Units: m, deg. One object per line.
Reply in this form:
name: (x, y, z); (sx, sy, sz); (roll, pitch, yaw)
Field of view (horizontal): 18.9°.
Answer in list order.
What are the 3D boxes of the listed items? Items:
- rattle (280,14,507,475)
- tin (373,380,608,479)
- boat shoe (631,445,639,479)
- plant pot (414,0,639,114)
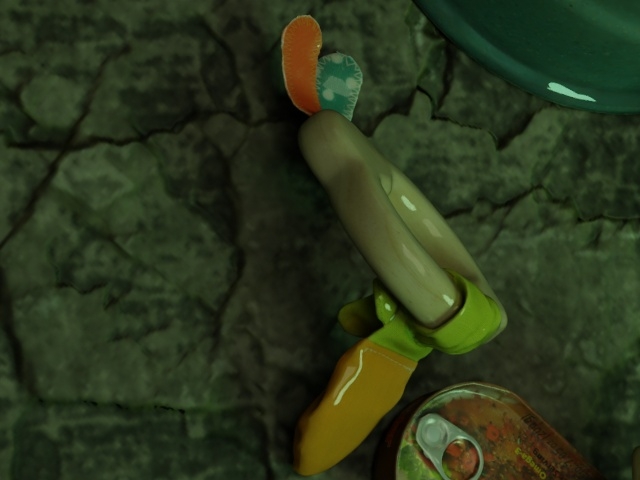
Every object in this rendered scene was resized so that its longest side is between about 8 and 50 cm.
rattle: (0.000, 0.000, 1.043); (0.200, 0.143, 0.130); (51, 30, 8)
tin: (0.109, 0.160, 1.059); (0.189, 0.040, 0.106); (44, 60, -12)
boat shoe: (0.210, 0.247, 1.045); (0.089, 0.104, 0.285); (4, 96, 19)
plant pot: (0.234, -0.271, 1.043); (0.341, 0.334, 0.341); (5, 78, -25)
